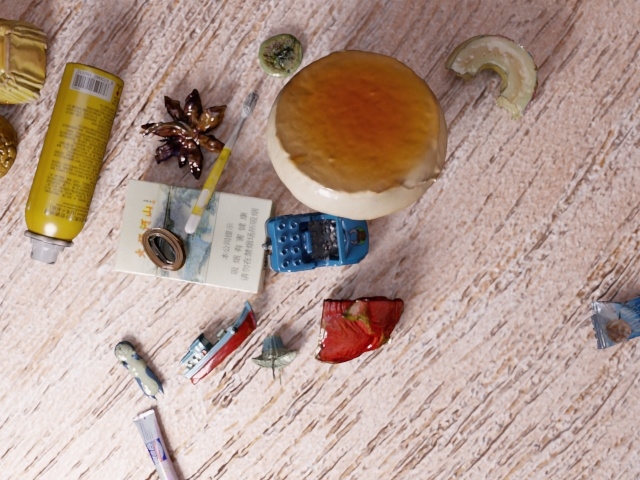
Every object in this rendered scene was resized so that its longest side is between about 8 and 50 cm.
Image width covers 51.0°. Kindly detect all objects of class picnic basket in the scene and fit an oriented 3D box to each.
[{"bbox_3d":[-0.078,0.210,1.169,0.083,0.065,0.083,-13,65,-2],"label":"picnic basket"}]

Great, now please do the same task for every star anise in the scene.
[{"bbox_3d":[-0.234,-0.191,1.200,0.167,0.057,0.168,0,88,-6],"label":"star anise"}]

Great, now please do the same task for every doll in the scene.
[{"bbox_3d":[-0.323,0.232,1.197,0.037,0.027,0.125,-39,85,-6],"label":"doll"}]

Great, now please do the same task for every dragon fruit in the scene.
[{"bbox_3d":[0.068,0.152,1.133,0.160,0.120,0.127,-1,93,-1],"label":"dragon fruit"}]

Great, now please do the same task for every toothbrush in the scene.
[{"bbox_3d":[-0.169,-0.140,1.159,0.021,0.024,0.288,19,69,6],"label":"toothbrush"}]

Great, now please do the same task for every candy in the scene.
[{"bbox_3d":[0.531,0.129,1.147,0.136,0.038,0.088,-17,100,10],"label":"candy"}]

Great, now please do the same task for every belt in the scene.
[{"bbox_3d":[-0.261,0.013,1.129,0.059,0.036,0.083,-39,88,0],"label":"belt"}]

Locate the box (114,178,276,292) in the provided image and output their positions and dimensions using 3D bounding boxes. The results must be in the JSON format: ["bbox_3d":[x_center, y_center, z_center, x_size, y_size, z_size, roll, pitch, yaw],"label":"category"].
[{"bbox_3d":[-0.217,-0.008,1.181,0.256,0.069,0.164,9,88,4],"label":"box"}]

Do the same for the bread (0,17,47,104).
[{"bbox_3d":[-0.640,-0.327,1.199,0.288,0.119,0.153,3,90,5],"label":"bread"}]

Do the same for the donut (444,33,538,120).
[{"bbox_3d":[0.307,-0.294,1.165,0.166,0.065,0.108,35,90,5],"label":"donut"}]

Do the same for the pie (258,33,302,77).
[{"bbox_3d":[-0.071,-0.335,1.212,0.084,0.021,0.084,0,87,4],"label":"pie"}]

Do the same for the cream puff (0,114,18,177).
[{"bbox_3d":[-0.613,-0.171,1.197,0.126,0.103,0.144,-29,92,1],"label":"cream puff"}]

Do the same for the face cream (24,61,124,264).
[{"bbox_3d":[-0.443,-0.130,1.184,0.104,0.105,0.349,14,88,4],"label":"face cream"}]

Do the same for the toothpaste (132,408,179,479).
[{"bbox_3d":[-0.283,0.385,1.187,0.045,0.028,0.170,-25,84,9],"label":"toothpaste"}]

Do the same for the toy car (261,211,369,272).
[{"bbox_3d":[0.000,0.000,1.130,0.191,0.100,0.097,-7,94,-19],"label":"toy car"}]

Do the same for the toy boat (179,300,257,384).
[{"bbox_3d":[-0.178,0.175,1.170,0.173,0.069,0.059,-43,94,5],"label":"toy boat"}]

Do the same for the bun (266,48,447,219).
[{"bbox_3d":[0.062,-0.159,1.116,0.298,0.165,0.299,0,68,1],"label":"bun"}]
